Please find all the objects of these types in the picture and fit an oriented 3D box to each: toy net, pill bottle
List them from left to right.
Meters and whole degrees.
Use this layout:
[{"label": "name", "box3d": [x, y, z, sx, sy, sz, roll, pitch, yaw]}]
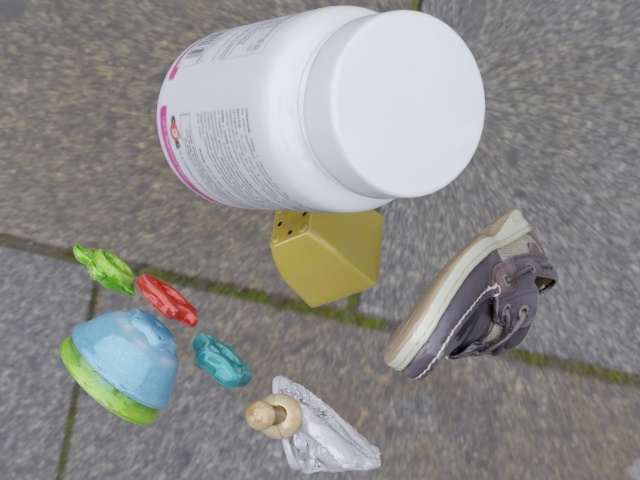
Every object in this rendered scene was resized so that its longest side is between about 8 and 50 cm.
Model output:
[{"label": "toy net", "box3d": [-0.059, 0.089, 0.753, 0.232, 0.122, 0.045, 35, 99, -35]}, {"label": "pill bottle", "box3d": [-0.007, -0.102, 1.003, 0.160, 0.283, 0.160, -2, 94, -30]}]

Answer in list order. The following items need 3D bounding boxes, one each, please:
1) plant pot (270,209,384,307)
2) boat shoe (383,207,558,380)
[{"label": "plant pot", "box3d": [0.000, 0.000, 1.151, 0.081, 0.081, 0.083, -21, 137, 35]}, {"label": "boat shoe", "box3d": [0.144, 0.053, 1.083, 0.092, 0.285, 0.103, 41, 118, 7]}]
